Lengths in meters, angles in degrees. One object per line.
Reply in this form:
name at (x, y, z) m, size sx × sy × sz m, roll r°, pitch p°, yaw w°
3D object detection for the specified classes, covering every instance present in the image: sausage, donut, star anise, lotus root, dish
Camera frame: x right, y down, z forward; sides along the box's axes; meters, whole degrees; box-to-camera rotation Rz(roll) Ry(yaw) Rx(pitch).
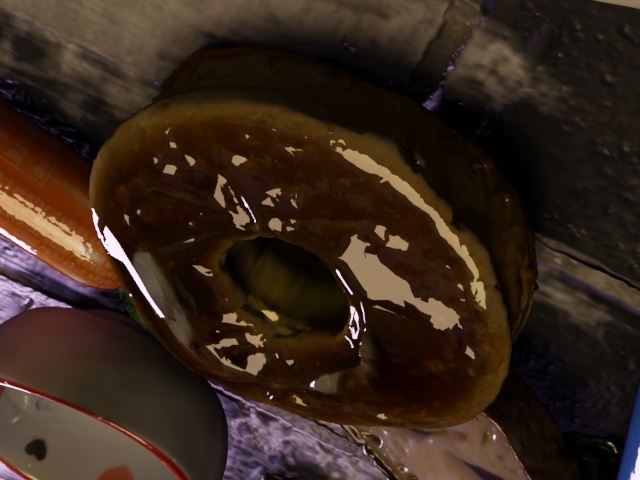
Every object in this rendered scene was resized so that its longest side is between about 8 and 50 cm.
sausage at (-0.245, -0.055, 1.430) m, size 0.312 × 0.093 × 0.093 m, roll 33°, pitch 139°, yaw -13°
donut at (0.000, 0.000, 1.342) m, size 0.330 × 0.160 × 0.330 m, roll 15°, pitch 130°, yaw 19°
star anise at (0.265, 0.213, 1.505) m, size 0.205 × 0.061 × 0.180 m, roll 26°, pitch 144°, yaw 0°
lotus root at (0.111, 0.159, 1.467) m, size 0.260 × 0.074 × 0.170 m, roll 51°, pitch 145°, yaw -7°
dish at (-0.182, 0.142, 1.576) m, size 0.256 × 0.117 × 0.256 m, roll 22°, pitch 152°, yaw 12°

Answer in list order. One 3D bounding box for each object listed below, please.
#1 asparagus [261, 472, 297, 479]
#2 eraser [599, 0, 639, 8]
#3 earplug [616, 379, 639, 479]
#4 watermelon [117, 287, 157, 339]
asparagus at (0.007, 0.233, 1.685) m, size 0.127 × 0.018 × 0.015 m, roll 13°, pitch 104°, yaw 11°
eraser at (0.171, -0.259, 1.018) m, size 0.124 × 0.081 × 0.279 m, roll 13°, pitch 139°, yaw 13°
earplug at (0.277, 0.186, 1.367) m, size 0.132 × 0.132 × 0.273 m, roll 16°, pitch 125°, yaw 8°
watermelon at (-0.123, 0.032, 1.513) m, size 0.085 × 0.085 × 0.061 m, roll -5°, pitch 173°, yaw 29°
